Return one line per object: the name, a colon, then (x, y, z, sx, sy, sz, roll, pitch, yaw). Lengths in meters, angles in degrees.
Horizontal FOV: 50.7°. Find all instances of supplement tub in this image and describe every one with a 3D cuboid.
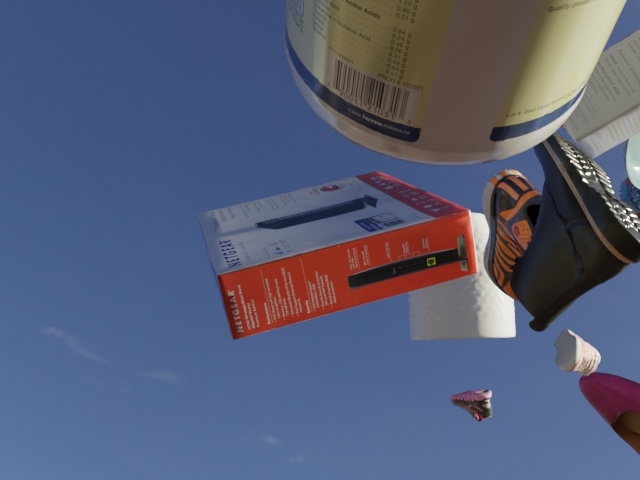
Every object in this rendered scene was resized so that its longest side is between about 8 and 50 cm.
supplement tub: (0.097, -0.231, 0.415, 0.236, 0.235, 0.324, 8, -36, 2)

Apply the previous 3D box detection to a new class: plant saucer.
plant saucer: (0.591, -0.188, 1.201, 0.037, 0.195, 0.195, 33, -17, 50)

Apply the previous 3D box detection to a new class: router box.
router box: (0.000, 0.000, 0.912, 0.301, 0.335, 0.082, -14, -73, -11)

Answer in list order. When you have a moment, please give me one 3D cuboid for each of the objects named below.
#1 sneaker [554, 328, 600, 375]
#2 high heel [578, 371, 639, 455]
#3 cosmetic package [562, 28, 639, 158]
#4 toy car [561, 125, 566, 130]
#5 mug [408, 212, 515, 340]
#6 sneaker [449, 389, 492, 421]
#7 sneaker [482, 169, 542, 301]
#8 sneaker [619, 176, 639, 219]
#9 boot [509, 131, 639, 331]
sneaker: (0.410, 0.186, 1.063, 0.070, 0.134, 0.051, 40, -74, 6)
high heel: (0.614, 0.397, 1.229, 0.377, 0.181, 0.127, 34, -40, 31)
cosmetic package: (0.393, -0.196, 0.793, 0.231, 0.085, 0.117, -33, -19, 22)
toy car: (0.485, -0.172, 0.974, 0.239, 0.224, 0.053, -36, -14, 37)
mug: (0.374, 0.107, 1.866, 0.276, 0.327, 0.374, -2, -8, 2)
sneaker: (0.283, 0.311, 1.264, 0.047, 0.057, 0.119, -13, -8, -19)
sneaker: (0.400, 0.033, 1.284, 0.125, 0.180, 0.321, -28, -53, -4)
sneaker: (0.764, -0.098, 1.558, 0.104, 0.262, 0.125, 48, -44, -2)
boot: (0.229, -0.019, 0.689, 0.077, 0.197, 0.137, 25, -56, -24)
